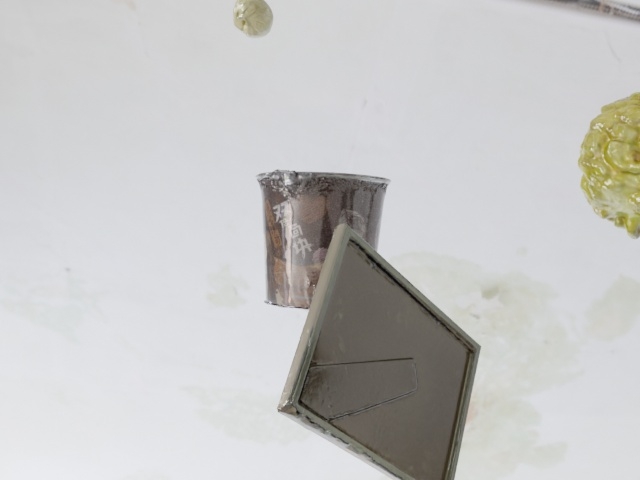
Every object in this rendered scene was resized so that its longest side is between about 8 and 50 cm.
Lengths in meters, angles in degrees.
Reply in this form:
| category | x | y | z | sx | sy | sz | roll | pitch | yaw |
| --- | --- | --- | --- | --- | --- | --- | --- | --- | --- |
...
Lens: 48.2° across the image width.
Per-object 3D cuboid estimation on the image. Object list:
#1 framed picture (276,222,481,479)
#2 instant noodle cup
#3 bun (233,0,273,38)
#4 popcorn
| category | x | y | z | sx | sy | sz | roll | pitch | yaw |
| --- | --- | --- | --- | --- | --- | --- | --- | --- | --- |
| framed picture | 0.090 | 0.160 | 0.859 | 0.024 | 0.232 | 0.315 | -10 | -41 | 42 |
| instant noodle cup | 0.000 | 0.000 | 1.126 | 0.217 | 0.217 | 0.208 | 2 | -88 | 1 |
| bun | -0.132 | -0.421 | 1.357 | 0.086 | 0.055 | 0.086 | 15 | -47 | 17 |
| popcorn | 0.539 | -0.127 | 1.183 | 0.216 | 0.235 | 0.181 | -14 | -19 | 24 |
